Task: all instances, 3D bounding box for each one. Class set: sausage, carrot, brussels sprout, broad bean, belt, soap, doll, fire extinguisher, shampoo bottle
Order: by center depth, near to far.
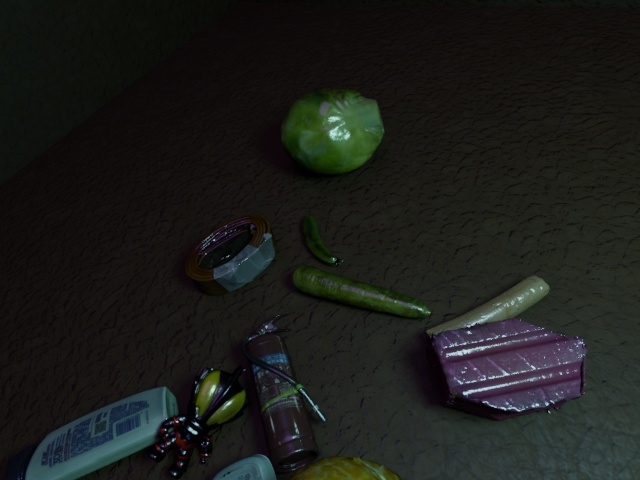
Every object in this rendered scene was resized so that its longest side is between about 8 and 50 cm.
[{"bbox_3d":[0.371,0.247,0.868,0.290,0.112,0.182,-12,60,-2],"label":"soap"},{"bbox_3d":[-0.244,0.372,0.948,0.248,0.127,0.088,-47,35,-19],"label":"doll"},{"bbox_3d":[-0.085,0.306,0.974,0.142,0.105,0.341,-10,46,-15],"label":"fire extinguisher"},{"bbox_3d":[-0.497,0.438,0.989,0.360,0.078,0.134,-23,42,-4],"label":"shampoo bottle"},{"bbox_3d":[0.374,0.164,0.994,0.301,0.065,0.065,-27,48,-5],"label":"sausage"},{"bbox_3d":[0.093,0.132,1.098,0.359,0.074,0.074,14,55,23],"label":"carrot"},{"bbox_3d":[-0.245,0.040,1.250,0.262,0.105,0.184,-31,50,-13],"label":"belt"},{"bbox_3d":[-0.004,0.003,1.259,0.069,0.039,0.226,-34,50,-6],"label":"broad bean"},{"bbox_3d":[0.035,-0.354,1.409,0.345,0.268,0.344,-8,41,7],"label":"brussels sprout"}]

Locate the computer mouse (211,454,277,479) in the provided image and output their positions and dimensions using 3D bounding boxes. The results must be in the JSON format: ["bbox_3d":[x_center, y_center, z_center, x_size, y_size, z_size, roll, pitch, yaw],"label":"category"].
[{"bbox_3d":[-0.122,0.535,0.781,0.160,0.097,0.288,-33,38,13],"label":"computer mouse"}]

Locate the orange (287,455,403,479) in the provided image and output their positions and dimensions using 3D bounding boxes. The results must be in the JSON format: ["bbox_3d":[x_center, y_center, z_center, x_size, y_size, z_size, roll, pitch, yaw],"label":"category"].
[{"bbox_3d":[0.041,0.489,0.637,0.249,0.329,0.329,-36,35,37],"label":"orange"}]
